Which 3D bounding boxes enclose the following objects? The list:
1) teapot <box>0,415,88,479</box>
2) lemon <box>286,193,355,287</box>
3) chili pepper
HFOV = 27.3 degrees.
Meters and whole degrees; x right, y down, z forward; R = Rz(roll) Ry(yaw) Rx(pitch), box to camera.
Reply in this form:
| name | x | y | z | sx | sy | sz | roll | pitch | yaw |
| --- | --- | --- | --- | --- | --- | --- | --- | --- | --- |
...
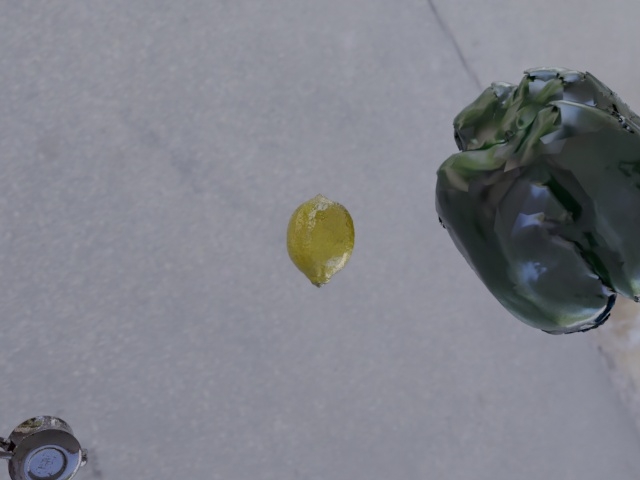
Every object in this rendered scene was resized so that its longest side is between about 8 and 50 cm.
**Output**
| name | x | y | z | sx | sy | sz | roll | pitch | yaw |
| --- | --- | --- | --- | --- | --- | --- | --- | --- | --- |
| teapot | -0.251 | 0.186 | 1.167 | 0.100 | 0.067 | 0.045 | 15 | 17 | -30 |
| lemon | 0.000 | 0.000 | 1.152 | 0.062 | 0.062 | 0.083 | 6 | 80 | -47 |
| chili pepper | 0.258 | -0.047 | 1.370 | 0.256 | 0.249 | 0.233 | 45 | 28 | -22 |
